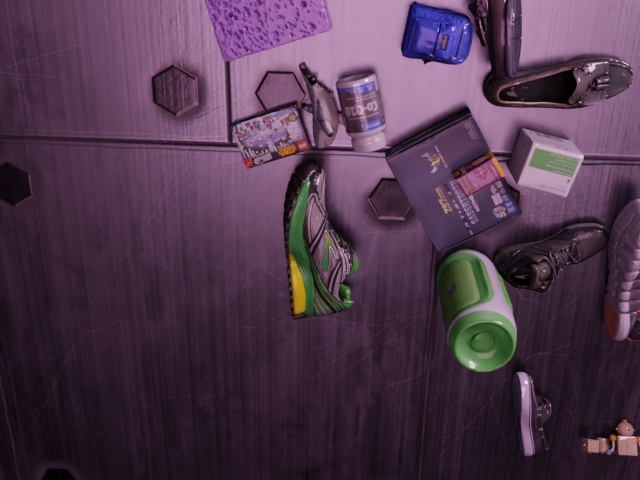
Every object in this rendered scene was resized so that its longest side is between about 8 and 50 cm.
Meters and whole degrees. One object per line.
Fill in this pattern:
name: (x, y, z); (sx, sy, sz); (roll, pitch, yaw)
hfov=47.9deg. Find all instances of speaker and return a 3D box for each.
speaker: (0.292, 0.124, 1.376); (0.131, 0.296, 0.131); (2, 114, 4)

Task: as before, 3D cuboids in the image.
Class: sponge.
sponge: (-0.095, -0.412, 1.317); (0.210, 0.031, 0.117); (-14, 112, 11)

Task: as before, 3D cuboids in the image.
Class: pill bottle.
pill bottle: (0.079, -0.239, 1.353); (0.078, 0.078, 0.137); (-11, 112, 9)

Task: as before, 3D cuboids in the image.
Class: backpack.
backpack: (0.211, -0.358, 1.281); (0.120, 0.101, 0.097); (10, 120, -3)

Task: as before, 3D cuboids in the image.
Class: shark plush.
shark plush: (-0.012, -0.253, 1.370); (0.067, 0.073, 0.161); (-9, 121, 41)

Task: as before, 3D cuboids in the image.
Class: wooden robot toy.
wooden robot toy: (0.675, 0.444, 1.627); (0.174, 0.076, 0.079); (3, 78, 3)

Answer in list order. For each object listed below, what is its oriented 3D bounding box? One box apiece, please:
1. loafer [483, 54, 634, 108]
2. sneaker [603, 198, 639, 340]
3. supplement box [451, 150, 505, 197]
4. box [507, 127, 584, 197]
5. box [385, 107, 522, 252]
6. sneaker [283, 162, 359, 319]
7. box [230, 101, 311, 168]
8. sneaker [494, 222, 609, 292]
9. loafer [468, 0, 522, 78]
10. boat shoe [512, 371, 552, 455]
loafer: (0.435, -0.275, 1.307); (0.268, 0.084, 0.096); (-5, 113, 7)
sneaker: (0.675, 0.055, 1.427); (0.180, 0.124, 0.321); (-5, 124, 2)
supplement box: (0.292, -0.124, 1.336); (0.083, 0.055, 0.043); (-30, 107, 13)
box: (0.420, -0.147, 1.355); (0.101, 0.102, 0.087); (14, 116, -3)
box: (0.258, -0.114, 1.405); (0.183, 0.059, 0.232); (-26, 109, 15)
sneaker: (0.000, 0.000, 1.451); (0.147, 0.134, 0.343); (-5, 122, -1)
box: (-0.096, -0.204, 1.409); (0.137, 0.027, 0.093); (-17, 112, 11)
sneaker: (0.466, 0.039, 1.420); (0.228, 0.130, 0.087); (-16, 113, 8)
loafer: (0.297, -0.435, 1.252); (0.095, 0.109, 0.302); (3, 109, 24)
boat shoe: (0.475, 0.383, 1.597); (0.076, 0.080, 0.228); (-11, 113, 2)
